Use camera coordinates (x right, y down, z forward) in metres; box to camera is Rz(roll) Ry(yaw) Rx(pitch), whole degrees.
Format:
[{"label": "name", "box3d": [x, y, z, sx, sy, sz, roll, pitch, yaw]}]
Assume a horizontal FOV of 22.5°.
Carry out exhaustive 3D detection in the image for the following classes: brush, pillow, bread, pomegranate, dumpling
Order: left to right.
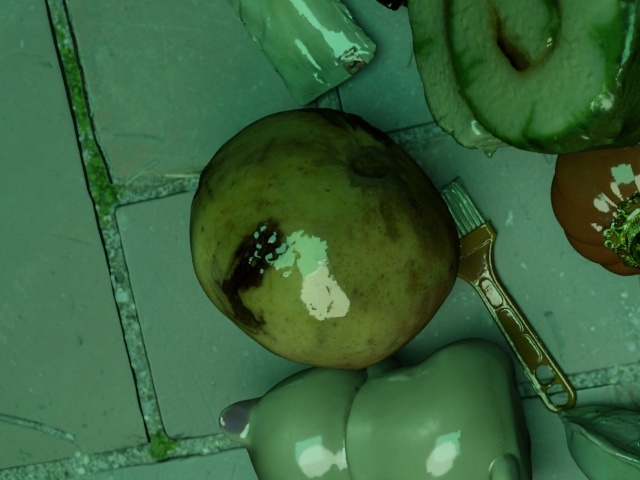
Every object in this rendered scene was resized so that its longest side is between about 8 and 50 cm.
[{"label": "pillow", "box3d": [-0.036, -0.284, 1.966, 0.128, 0.051, 0.229, -36, 85, 24]}, {"label": "pomegranate", "box3d": [0.000, 0.000, 1.859, 0.322, 0.322, 0.322, 2, 98, 17]}, {"label": "brush", "box3d": [0.218, 0.076, 1.951, 0.090, 0.017, 0.314, -34, 87, 21]}, {"label": "bread", "box3d": [0.227, -0.234, 1.675, 0.366, 0.129, 0.382, 59, 144, 35]}, {"label": "dumpling", "box3d": [0.370, 0.241, 1.861, 0.216, 0.149, 0.105, 24, 63, 20]}]

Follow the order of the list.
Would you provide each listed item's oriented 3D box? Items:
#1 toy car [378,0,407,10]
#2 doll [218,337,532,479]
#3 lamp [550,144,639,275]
[{"label": "toy car", "box3d": [0.059, -0.393, 1.885, 0.301, 0.118, 0.193, 37, 96, 9]}, {"label": "doll", "box3d": [0.093, 0.237, 1.913, 0.370, 0.226, 0.215, 0, 128, 27]}, {"label": "lamp", "box3d": [0.367, -0.059, 1.791, 0.223, 0.196, 0.223, 1, 134, 1]}]
